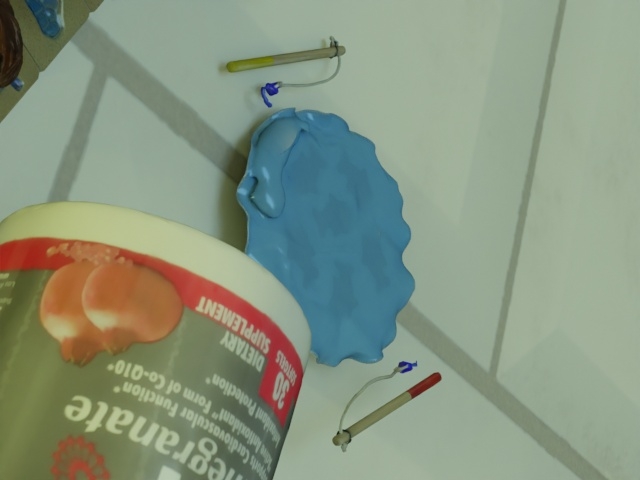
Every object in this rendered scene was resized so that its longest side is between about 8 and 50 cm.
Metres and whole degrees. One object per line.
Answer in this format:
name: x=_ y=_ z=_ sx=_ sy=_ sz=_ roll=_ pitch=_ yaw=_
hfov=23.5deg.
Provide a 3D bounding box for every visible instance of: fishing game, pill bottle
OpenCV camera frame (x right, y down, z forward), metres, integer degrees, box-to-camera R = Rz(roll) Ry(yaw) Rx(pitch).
fishing game: x=0.000 y=0.000 z=1.040 sx=0.189 sy=0.041 sz=0.264 roll=-26 pitch=100 yaw=-54
pill bottle: x=-0.127 y=0.156 z=0.718 sx=0.176 sy=0.176 sz=0.318 roll=46 pitch=51 yaw=-43

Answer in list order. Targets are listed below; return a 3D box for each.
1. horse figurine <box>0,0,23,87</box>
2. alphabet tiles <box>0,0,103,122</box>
horse figurine: x=-0.170 y=-0.216 z=0.775 sx=0.174 sy=0.066 sz=0.263 roll=11 pitch=75 yaw=-60
alphabet tiles: x=-0.216 y=-0.197 z=0.774 sx=0.285 sy=0.011 sz=0.342 roll=60 pitch=42 yaw=-31
